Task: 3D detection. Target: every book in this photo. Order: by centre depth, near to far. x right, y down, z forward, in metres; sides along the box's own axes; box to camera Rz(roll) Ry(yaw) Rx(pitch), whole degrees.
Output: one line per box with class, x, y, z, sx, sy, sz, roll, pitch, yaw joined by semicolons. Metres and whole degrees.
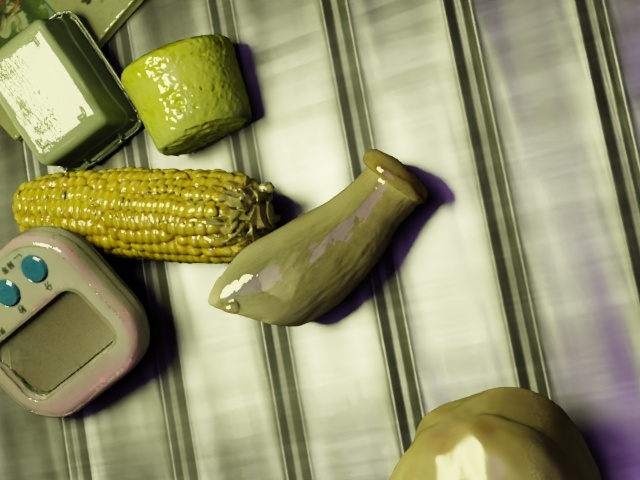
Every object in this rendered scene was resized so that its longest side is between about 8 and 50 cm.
book;-0.332;-0.286;1.550;0.215;0.025;0.282;46;103;17

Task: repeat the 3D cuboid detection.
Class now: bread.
bread;-0.147;-0.162;1.426;0.129;0.111;0.114;-26;84;22

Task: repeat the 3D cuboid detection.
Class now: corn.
corn;-0.190;-0.029;1.427;0.318;0.115;0.115;4;86;25

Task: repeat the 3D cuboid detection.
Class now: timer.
timer;-0.295;0.089;1.437;0.208;0.069;0.190;-37;98;29

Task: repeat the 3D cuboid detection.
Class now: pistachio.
pistachio;0.155;0.298;1.217;0.226;0.208;0.331;4;95;-21

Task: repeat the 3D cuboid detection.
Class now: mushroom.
mushroom;0.003;0.010;1.349;0.247;0.096;0.108;-38;99;6

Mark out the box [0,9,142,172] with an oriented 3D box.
box;-0.298;-0.166;1.471;0.124;0.093;0.172;-36;86;15
